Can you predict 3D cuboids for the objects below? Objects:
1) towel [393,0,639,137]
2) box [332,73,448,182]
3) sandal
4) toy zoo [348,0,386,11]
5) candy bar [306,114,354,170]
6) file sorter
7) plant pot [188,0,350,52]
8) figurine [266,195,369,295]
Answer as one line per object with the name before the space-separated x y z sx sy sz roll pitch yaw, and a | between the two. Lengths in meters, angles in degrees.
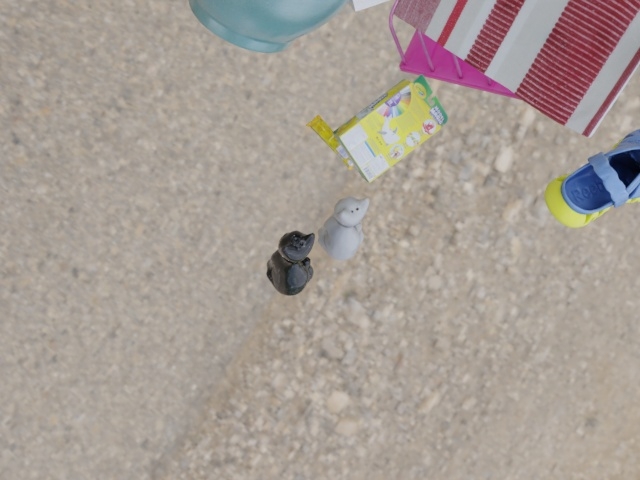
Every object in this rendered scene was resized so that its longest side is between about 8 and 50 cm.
towel | 0.272 -0.311 1.294 0.037 0.329 0.237 -38 160 -47
box | 0.121 -0.193 1.686 0.179 0.043 0.105 -36 115 -3
sandal | 0.557 -0.128 1.796 0.317 0.126 0.138 -31 171 -27
toy zoo | 0.097 -0.481 1.715 0.192 0.293 0.030 -27 133 -10
candy bar | 0.031 -0.225 2.296 0.040 0.161 0.018 -38 163 -14
file sorter | 0.315 -0.454 2.083 0.202 0.291 0.182 -64 154 -15
plant pot | -0.082 -0.403 1.465 0.293 0.293 0.196 -12 144 -43
figurine | 0.000 0.000 1.942 0.215 0.092 0.209 -33 167 -17
